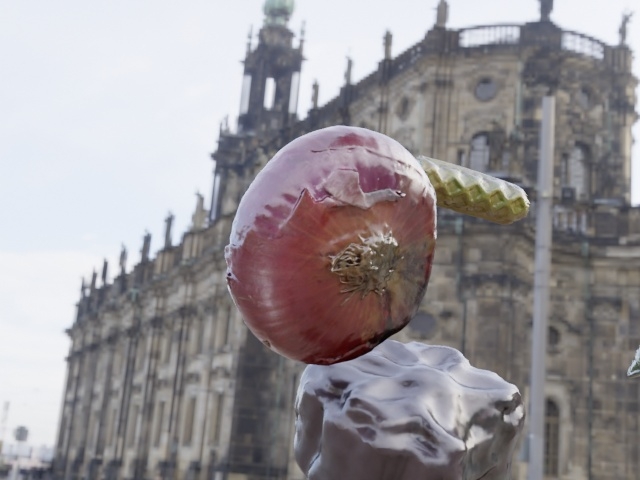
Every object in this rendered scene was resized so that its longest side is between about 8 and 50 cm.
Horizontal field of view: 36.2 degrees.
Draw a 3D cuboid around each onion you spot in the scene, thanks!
[{"bbox_3d":[0.000,0.000,1.428,0.348,0.347,0.285,19,2,-43],"label":"onion"}]

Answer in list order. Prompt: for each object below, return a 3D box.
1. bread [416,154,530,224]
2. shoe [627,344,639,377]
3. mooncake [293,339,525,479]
[{"bbox_3d":[0.297,-0.097,1.958,0.270,0.087,0.098,14,-24,-18],"label":"bread"},{"bbox_3d":[0.519,0.215,1.243,0.109,0.293,0.149,-19,-34,-36],"label":"shoe"},{"bbox_3d":[0.135,0.299,1.562,0.351,0.212,0.381,19,21,20],"label":"mooncake"}]
